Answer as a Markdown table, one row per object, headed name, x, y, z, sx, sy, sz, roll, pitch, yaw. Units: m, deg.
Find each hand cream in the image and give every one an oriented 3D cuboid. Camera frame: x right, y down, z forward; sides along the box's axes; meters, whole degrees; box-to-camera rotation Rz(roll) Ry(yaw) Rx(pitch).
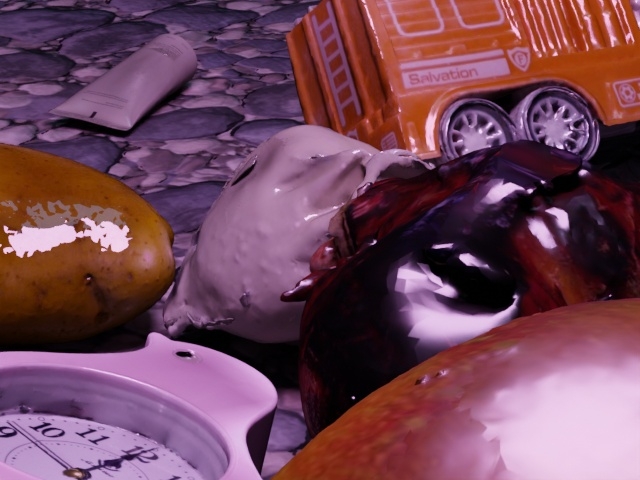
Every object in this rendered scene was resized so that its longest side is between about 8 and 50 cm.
| name | x | y | z | sx | sy | sz | roll | pitch | yaw |
| --- | --- | --- | --- | --- | --- | --- | --- | --- | --- |
| hand cream | -0.179 | -0.152 | 1.816 | 0.087 | 0.054 | 0.186 | 15 | 32 | 22 |

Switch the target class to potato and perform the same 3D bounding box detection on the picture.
| name | x | y | z | sx | sy | sz | roll | pitch | yaw |
| --- | --- | --- | --- | --- | --- | --- | --- | --- | --- |
| potato | -0.286 | -0.002 | 1.316 | 0.369 | 0.176 | 0.195 | 3 | -5 | -3 |

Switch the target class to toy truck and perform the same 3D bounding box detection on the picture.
| name | x | y | z | sx | sy | sz | roll | pitch | yaw |
| --- | --- | --- | --- | --- | --- | --- | --- | --- | --- |
| toy truck | 0.175 | -0.137 | 1.490 | 0.387 | 0.207 | 0.173 | -11 | -12 | -28 |

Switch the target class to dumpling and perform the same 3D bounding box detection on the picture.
| name | x | y | z | sx | sy | sz | roll | pitch | yaw |
| --- | --- | --- | --- | --- | --- | --- | --- | --- | --- |
| dumpling | 0.000 | 0.000 | 1.283 | 0.247 | 0.142 | 0.172 | -30 | -22 | 34 |

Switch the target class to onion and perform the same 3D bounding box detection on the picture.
| name | x | y | z | sx | sy | sz | roll | pitch | yaw |
| --- | --- | --- | --- | --- | --- | --- | --- | --- | --- |
| onion | 0.098 | 0.066 | 1.052 | 0.281 | 0.221 | 0.281 | 8 | 32 | -5 |

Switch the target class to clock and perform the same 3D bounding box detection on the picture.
| name | x | y | z | sx | sy | sz | roll | pitch | yaw |
| --- | --- | --- | --- | --- | --- | --- | --- | --- | --- |
| clock | -0.081 | 0.147 | 0.991 | 0.290 | 0.080 | 0.275 | 27 | 21 | 31 |

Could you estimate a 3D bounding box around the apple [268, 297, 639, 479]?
| name | x | y | z | sx | sy | sz | roll | pitch | yaw |
| --- | --- | --- | --- | --- | --- | --- | --- | --- | --- |
| apple | 0.122 | 0.210 | 0.622 | 0.374 | 0.374 | 0.384 | 9 | -15 | 22 |
